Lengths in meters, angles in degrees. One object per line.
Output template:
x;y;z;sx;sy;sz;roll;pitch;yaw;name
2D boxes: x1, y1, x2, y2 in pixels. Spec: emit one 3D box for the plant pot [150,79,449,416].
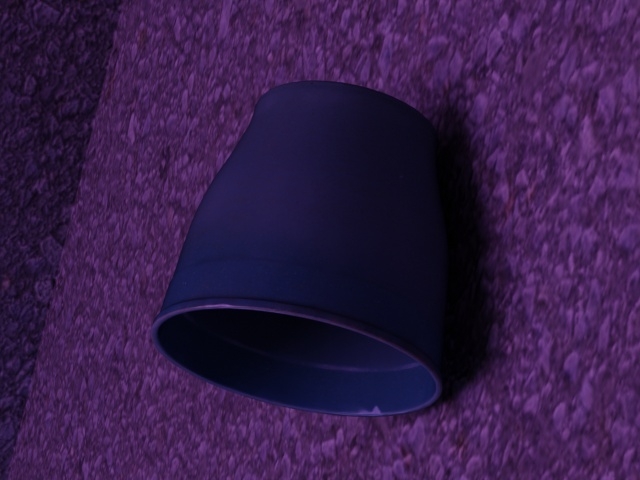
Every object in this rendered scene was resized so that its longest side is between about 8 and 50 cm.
0.000;0.000;1.770;0.271;0.272;0.255;-35;40;60;plant pot
